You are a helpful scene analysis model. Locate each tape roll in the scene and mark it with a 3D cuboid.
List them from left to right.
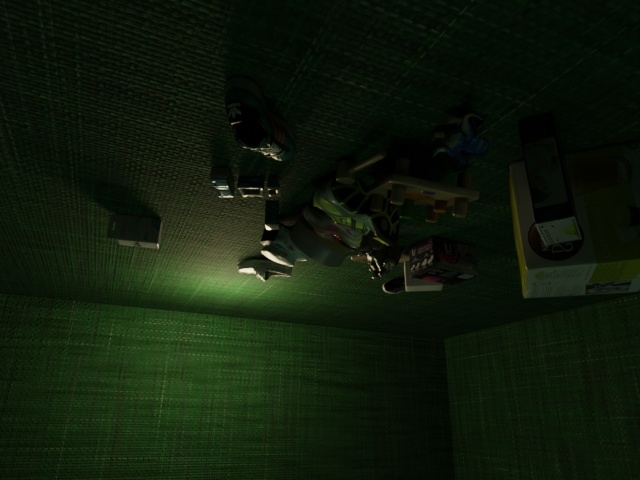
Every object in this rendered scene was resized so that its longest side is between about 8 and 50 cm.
[{"bbox_3d":[0.000,0.000,1.687,0.219,0.219,0.072,18,116,-37],"label":"tape roll"}]

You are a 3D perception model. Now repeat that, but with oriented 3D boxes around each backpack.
[{"bbox_3d":[-0.127,0.021,1.784,0.189,0.144,0.166,18,169,-17],"label":"backpack"}]

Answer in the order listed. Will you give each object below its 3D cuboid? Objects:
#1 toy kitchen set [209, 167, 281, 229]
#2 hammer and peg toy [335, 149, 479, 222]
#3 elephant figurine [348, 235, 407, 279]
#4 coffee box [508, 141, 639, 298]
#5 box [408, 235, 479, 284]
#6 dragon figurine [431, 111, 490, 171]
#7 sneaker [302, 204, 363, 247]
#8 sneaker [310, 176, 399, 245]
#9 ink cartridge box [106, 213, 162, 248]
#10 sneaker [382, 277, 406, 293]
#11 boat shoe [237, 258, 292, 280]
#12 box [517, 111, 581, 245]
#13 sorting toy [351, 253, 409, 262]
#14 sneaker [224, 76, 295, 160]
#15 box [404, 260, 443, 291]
[{"bbox_3d":[-0.230,-0.124,1.441,0.208,0.165,0.122,0,159,1],"label":"toy kitchen set"},{"bbox_3d":[0.230,-0.144,1.330,0.362,0.127,0.266,10,176,-11],"label":"hammer and peg toy"},{"bbox_3d":[0.197,0.023,1.848,0.169,0.239,0.186,-43,-178,23],"label":"elephant figurine"},{"bbox_3d":[0.758,-0.037,1.392,0.335,0.337,0.338,-7,158,20],"label":"coffee box"},{"bbox_3d":[0.523,0.088,1.990,0.248,0.141,0.163,11,155,-28],"label":"box"},{"bbox_3d":[0.374,-0.261,1.177,0.144,0.085,0.289,3,163,-11],"label":"dragon figurine"},{"bbox_3d":[0.055,-0.075,1.668,0.253,0.103,0.111,24,112,-18],"label":"sneaker"},{"bbox_3d":[0.129,-0.097,1.569,0.147,0.145,0.385,-10,147,42],"label":"sneaker"},{"bbox_3d":[-0.702,-0.035,1.773,0.182,0.104,0.061,7,157,-13],"label":"ink cartridge box"},{"bbox_3d":[0.438,0.216,2.422,0.217,0.079,0.121,-5,156,-8],"label":"sneaker"},{"bbox_3d":[-0.269,0.143,2.221,0.278,0.096,0.098,-5,158,15],"label":"boat shoe"},{"bbox_3d":[0.576,-0.150,1.176,0.087,0.289,0.169,-12,154,30],"label":"box"},{"bbox_3d":[0.270,0.069,2.078,0.193,0.038,0.208,-16,157,37],"label":"sorting toy"},{"bbox_3d":[-0.150,-0.260,1.155,0.108,0.120,0.302,-7,157,20],"label":"sneaker"},{"bbox_3d":[0.484,0.166,2.205,0.171,0.129,0.091,-2,158,8],"label":"box"}]
